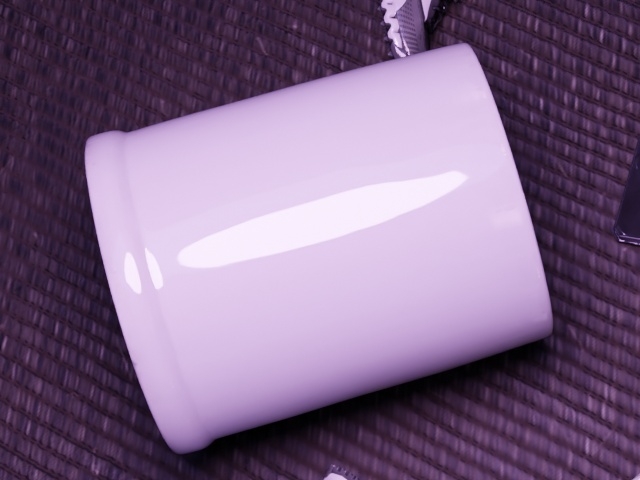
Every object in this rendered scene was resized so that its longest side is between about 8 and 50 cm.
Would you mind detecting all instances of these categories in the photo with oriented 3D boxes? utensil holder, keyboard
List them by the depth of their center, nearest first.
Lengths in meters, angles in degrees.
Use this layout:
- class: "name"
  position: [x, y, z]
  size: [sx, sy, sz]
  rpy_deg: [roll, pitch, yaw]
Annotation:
- class: "utensil holder"
  position: [0.000, 0.000, 1.844]
  size: [0.386, 0.327, 0.327]
  rpy_deg: [-17, 64, 2]
- class: "keyboard"
  position: [0.378, -0.071, 1.970]
  size: [0.108, 0.023, 0.180]
  rpy_deg: [10, 69, 22]

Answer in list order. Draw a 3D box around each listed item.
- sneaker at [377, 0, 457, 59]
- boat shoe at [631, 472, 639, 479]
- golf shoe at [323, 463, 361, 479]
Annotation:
- class: "sneaker"
  position: [0.119, -0.282, 2.086]
  size: [0.106, 0.078, 0.234]
  rpy_deg: [-7, 62, 11]
- class: "boat shoe"
  position: [0.353, 0.231, 1.803]
  size: [0.227, 0.081, 0.079]
  rpy_deg: [-46, 73, 0]
- class: "golf shoe"
  position: [0.044, 0.308, 1.829]
  size: [0.094, 0.077, 0.198]
  rpy_deg: [-34, 63, -5]
